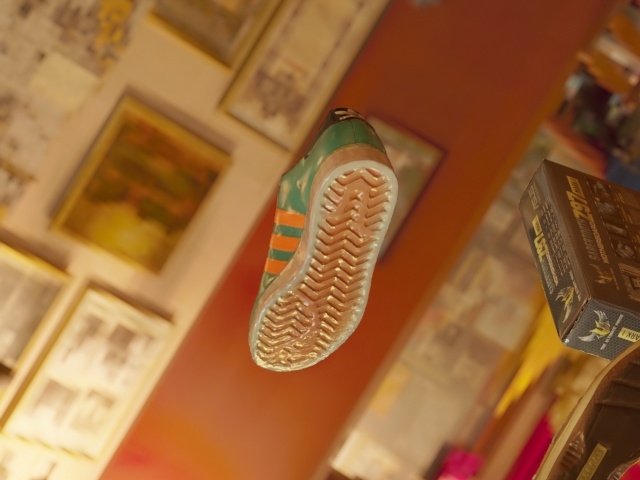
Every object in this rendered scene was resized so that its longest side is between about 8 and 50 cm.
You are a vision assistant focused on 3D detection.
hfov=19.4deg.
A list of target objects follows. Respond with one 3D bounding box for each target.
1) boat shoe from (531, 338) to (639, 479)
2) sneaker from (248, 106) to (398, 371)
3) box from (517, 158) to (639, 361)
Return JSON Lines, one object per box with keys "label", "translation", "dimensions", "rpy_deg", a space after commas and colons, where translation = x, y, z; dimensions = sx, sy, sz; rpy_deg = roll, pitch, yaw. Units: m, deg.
{"label": "boat shoe", "translation": [0.203, 0.146, 1.400], "dimensions": [0.068, 0.190, 0.072], "rpy_deg": [42, 171, -11]}
{"label": "sneaker", "translation": [0.000, 0.000, 1.917], "dimensions": [0.108, 0.302, 0.121], "rpy_deg": [11, -142, -18]}
{"label": "box", "translation": [0.283, 0.032, 1.666], "dimensions": [0.183, 0.059, 0.232], "rpy_deg": [18, -151, -17]}
